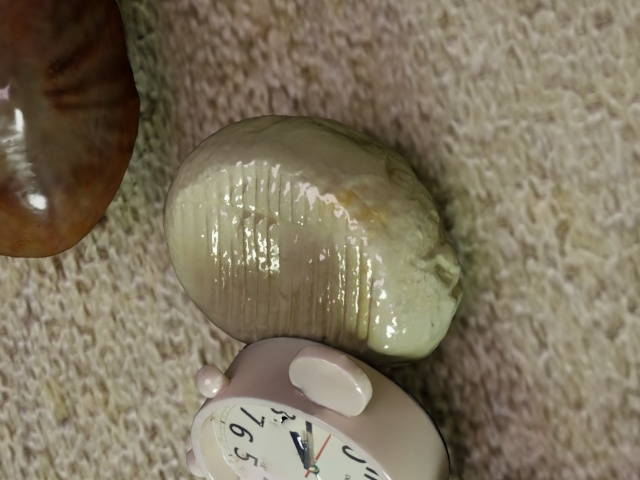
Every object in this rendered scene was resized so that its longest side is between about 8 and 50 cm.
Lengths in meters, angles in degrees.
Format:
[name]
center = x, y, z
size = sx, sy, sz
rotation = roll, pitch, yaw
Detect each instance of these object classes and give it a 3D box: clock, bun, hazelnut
[clock]
center = -0.001, 0.126, 1.197
size = 0.155, 0.063, 0.229
rotation = 26, 141, 14
[bun]
center = 0.000, 0.000, 1.201
size = 0.188, 0.111, 0.164
rotation = 13, 120, 26
[hazelnut]
center = -0.209, -0.093, 1.256
size = 0.186, 0.210, 0.210
rotation = 4, 98, 25
